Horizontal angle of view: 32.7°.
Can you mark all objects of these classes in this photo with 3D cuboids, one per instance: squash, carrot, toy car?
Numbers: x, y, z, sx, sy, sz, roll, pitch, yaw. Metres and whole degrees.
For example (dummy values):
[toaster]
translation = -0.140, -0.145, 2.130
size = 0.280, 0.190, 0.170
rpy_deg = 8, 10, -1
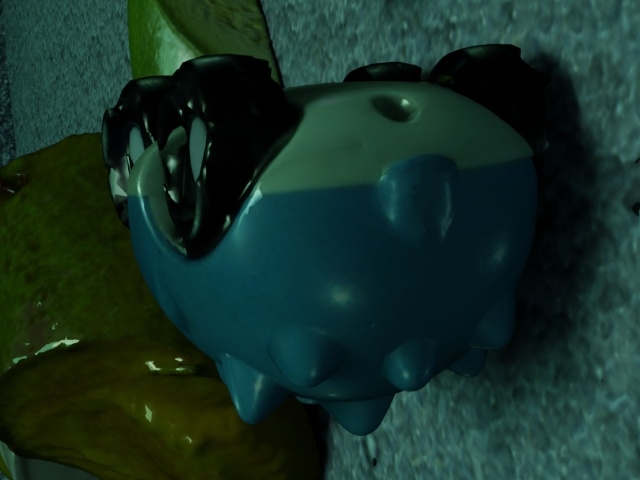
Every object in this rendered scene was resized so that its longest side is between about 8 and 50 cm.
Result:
[squash]
translation = -0.114, -0.241, 0.947
size = 0.203, 0.111, 0.289
rpy_deg = 180, 90, -67
[carrot]
translation = -0.142, 0.073, 0.855
size = 0.241, 0.241, 0.341
rpy_deg = 119, 144, -52
[toy car]
translation = 0.000, 0.000, 0.558
size = 0.255, 0.188, 0.190
rpy_deg = -167, 71, -66

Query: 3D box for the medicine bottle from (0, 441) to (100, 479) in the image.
[medicine bottle]
translation = -0.251, 0.160, 1.157
size = 0.384, 0.224, 0.224
rpy_deg = -159, 70, -68
